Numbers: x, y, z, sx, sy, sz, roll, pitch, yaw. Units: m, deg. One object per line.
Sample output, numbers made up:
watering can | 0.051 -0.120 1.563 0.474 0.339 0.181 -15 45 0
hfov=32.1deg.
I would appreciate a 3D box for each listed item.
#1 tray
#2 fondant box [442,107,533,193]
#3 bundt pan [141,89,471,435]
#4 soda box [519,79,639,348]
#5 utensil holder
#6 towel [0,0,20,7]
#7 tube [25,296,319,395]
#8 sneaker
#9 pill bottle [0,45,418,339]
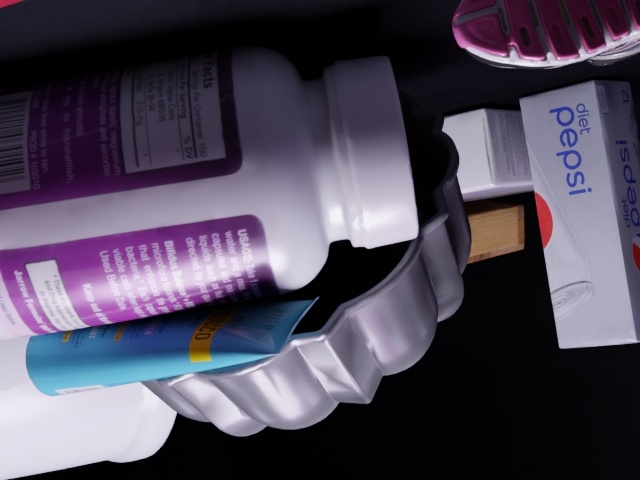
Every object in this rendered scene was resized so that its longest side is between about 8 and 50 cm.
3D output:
tray | 0.092 -0.028 1.725 0.202 0.076 0.411 -13 -165 -36
fondant box | 0.187 -0.100 1.442 0.238 0.096 0.330 -9 178 35
bundt pan | -0.021 0.023 0.912 0.330 0.124 0.331 -20 -144 16
soda box | 0.304 -0.029 1.235 0.098 0.286 0.091 -9 179 41
utensil holder | -0.385 0.098 1.157 0.385 0.328 0.327 -6 176 -32
towel | -0.232 -0.097 0.359 0.198 0.031 0.275 -8 177 32
tube | -0.105 0.072 0.766 0.207 0.052 0.080 -10 -156 24
sneaker | 0.159 -0.135 0.682 0.170 0.063 0.075 -14 173 -10
pill bottle | -0.092 -0.037 0.748 0.301 0.169 0.169 -9 178 1
